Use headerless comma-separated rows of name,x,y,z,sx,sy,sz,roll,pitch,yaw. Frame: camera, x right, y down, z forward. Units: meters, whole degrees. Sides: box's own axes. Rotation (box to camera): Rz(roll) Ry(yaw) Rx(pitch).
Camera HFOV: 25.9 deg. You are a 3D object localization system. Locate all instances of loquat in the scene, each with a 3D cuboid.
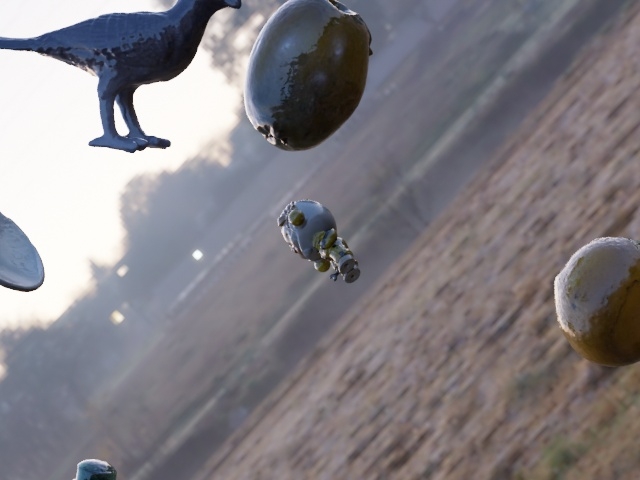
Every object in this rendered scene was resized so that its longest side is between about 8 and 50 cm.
loquat,-0.020,-0.236,1.979,0.179,0.179,0.227,-49,-16,-76

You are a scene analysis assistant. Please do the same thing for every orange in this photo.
orange,0.339,0.067,1.610,0.156,0.134,0.156,-22,-55,-35

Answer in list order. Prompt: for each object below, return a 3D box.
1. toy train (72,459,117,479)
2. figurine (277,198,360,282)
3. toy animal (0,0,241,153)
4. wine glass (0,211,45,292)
toy train,-0.314,0.446,1.816,0.221,0.150,0.304,-175,93,-83
figurine,-0.001,-0.003,1.704,0.068,0.101,0.143,-36,19,-8
toy animal,-0.232,-0.195,1.578,0.367,0.206,0.081,-14,6,6
wine glass,-0.369,0.062,1.311,0.196,0.165,0.165,-42,2,18
